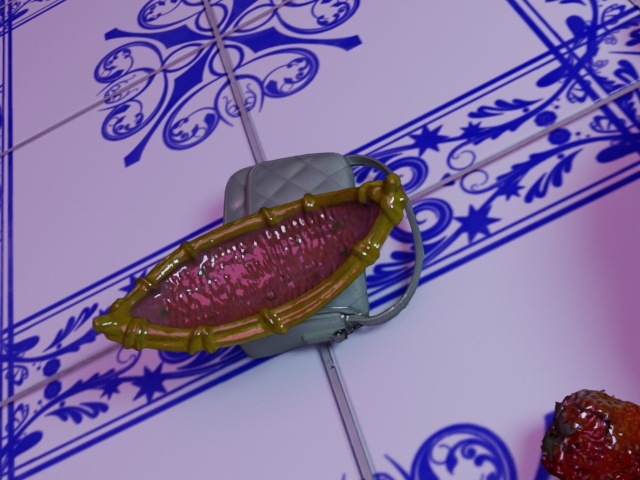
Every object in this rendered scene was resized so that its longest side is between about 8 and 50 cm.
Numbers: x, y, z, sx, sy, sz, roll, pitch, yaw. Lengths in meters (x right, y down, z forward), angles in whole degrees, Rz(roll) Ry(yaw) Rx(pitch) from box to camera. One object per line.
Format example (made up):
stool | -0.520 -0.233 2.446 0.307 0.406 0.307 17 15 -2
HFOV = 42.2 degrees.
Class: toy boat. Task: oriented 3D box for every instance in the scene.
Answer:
toy boat | -0.060 0.029 0.803 0.317 0.099 0.141 -25 55 3

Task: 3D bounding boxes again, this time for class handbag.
handbag | 0.000 0.000 0.912 0.219 0.079 0.256 -14 50 12

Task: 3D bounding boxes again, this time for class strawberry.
strawberry | 0.226 0.160 0.659 0.096 0.083 0.083 11 59 20
